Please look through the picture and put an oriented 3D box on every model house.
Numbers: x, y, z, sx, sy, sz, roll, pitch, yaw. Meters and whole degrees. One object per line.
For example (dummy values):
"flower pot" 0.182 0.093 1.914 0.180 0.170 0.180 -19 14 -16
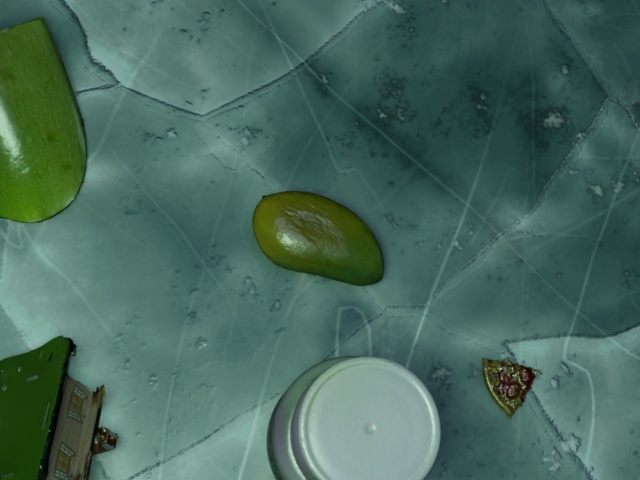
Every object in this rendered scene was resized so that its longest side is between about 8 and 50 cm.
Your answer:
"model house" -0.420 0.316 1.437 0.207 0.154 0.294 -23 43 25

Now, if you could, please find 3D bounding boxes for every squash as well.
"squash" -0.514 -0.191 1.612 0.233 0.210 0.309 -24 107 -15

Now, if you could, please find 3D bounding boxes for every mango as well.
"mango" 0.000 -0.007 1.621 0.237 0.091 0.137 14 78 -10

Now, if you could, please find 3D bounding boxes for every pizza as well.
"pizza" 0.313 0.234 1.629 0.099 0.029 0.100 37 73 4

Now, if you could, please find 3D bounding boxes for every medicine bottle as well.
"medicine bottle" 0.048 0.292 1.431 0.241 0.302 0.241 2 74 -8
